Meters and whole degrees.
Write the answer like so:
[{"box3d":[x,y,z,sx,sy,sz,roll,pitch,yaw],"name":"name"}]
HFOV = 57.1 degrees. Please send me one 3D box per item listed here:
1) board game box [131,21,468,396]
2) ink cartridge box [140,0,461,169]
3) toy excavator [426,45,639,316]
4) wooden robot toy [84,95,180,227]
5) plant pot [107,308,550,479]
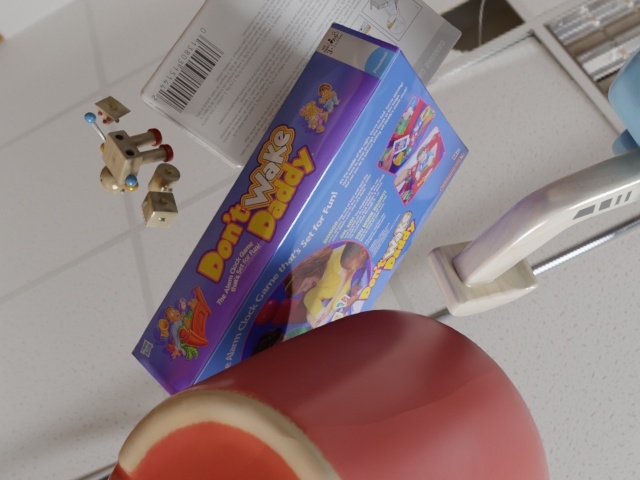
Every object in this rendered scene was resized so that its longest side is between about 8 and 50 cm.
[{"box3d":[0.000,0.000,0.598,0.078,0.233,0.347,34,-87,31],"name":"board game box"},{"box3d":[-0.019,-0.207,0.699,0.261,0.066,0.296,36,-94,-15],"name":"ink cartridge box"},{"box3d":[0.342,-0.087,0.588,0.445,0.433,0.222,-18,-112,-5],"name":"toy excavator"},{"box3d":[-0.210,-0.076,0.658,0.173,0.076,0.079,54,-49,17],"name":"wooden robot toy"},{"box3d":[0.003,0.188,0.418,0.274,0.243,0.275,-4,-97,31],"name":"plant pot"}]
